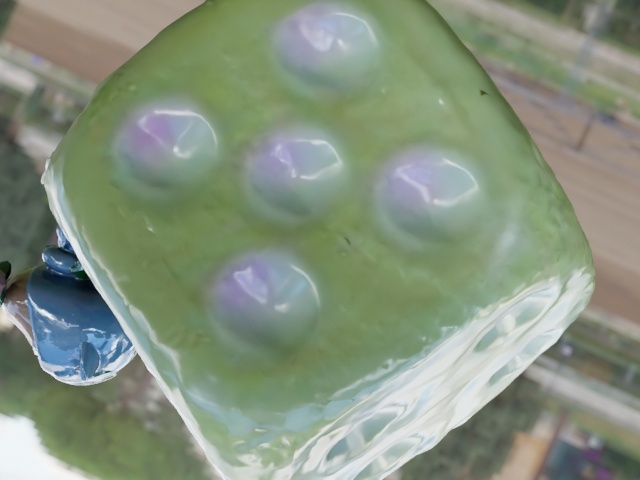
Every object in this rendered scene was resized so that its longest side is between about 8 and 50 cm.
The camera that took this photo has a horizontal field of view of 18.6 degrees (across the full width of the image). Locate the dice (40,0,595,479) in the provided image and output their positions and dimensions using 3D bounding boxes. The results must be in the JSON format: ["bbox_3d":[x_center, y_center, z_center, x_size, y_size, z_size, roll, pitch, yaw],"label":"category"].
[{"bbox_3d":[0.000,0.000,1.170,0.254,0.249,0.252,55,175,18],"label":"dice"}]

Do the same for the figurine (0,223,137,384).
[{"bbox_3d":[-0.203,0.023,1.546,0.144,0.178,0.114,9,-173,-2],"label":"figurine"}]
